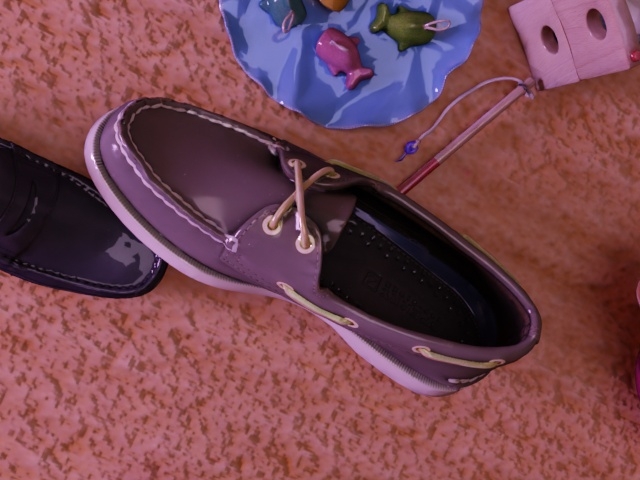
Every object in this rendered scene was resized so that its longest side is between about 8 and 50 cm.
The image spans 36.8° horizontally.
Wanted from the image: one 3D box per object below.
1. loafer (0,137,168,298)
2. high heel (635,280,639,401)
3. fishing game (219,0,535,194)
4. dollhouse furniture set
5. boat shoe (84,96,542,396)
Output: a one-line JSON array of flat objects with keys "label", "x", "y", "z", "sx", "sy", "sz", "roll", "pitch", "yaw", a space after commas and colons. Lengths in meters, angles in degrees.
[{"label": "loafer", "x": -0.195, "y": -0.022, "z": 0.571, "sx": 0.223, "sy": 0.078, "sz": 0.076, "roll": 26, "pitch": 87, "yaw": -14}, {"label": "high heel", "x": 0.372, "y": 0.006, "z": 0.720, "sx": 0.377, "sy": 0.127, "sz": 0.181, "roll": -34, "pitch": 129, "yaw": -14}, {"label": "fishing game", "x": 0.028, "y": -0.166, "z": 0.639, "sx": 0.189, "sy": 0.041, "sz": 0.264, "roll": -39, "pitch": 101, "yaw": -6}, {"label": "dollhouse furniture set", "x": 0.192, "y": -0.213, "z": 0.629, "sx": 0.129, "sy": 0.129, "sz": 0.183, "roll": -24, "pitch": 98, "yaw": -11}, {"label": "boat shoe", "x": 0.002, "y": -0.004, "z": 0.599, "sx": 0.305, "sy": 0.091, "sz": 0.109, "roll": 32, "pitch": 61, "yaw": -15}]
